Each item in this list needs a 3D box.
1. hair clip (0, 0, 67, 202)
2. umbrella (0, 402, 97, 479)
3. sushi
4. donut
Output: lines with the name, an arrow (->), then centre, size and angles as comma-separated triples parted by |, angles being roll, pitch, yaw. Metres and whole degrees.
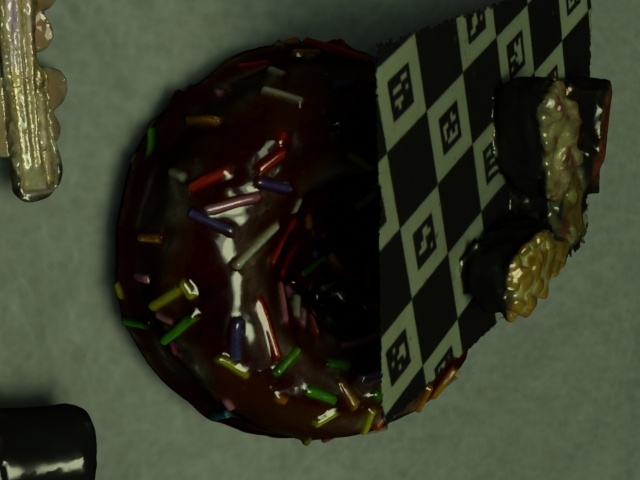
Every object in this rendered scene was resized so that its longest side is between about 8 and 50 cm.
hair clip -> -0.157, -0.127, 0.671 | 0.062, 0.056, 0.214 | -14, 115, -41
umbrella -> -0.261, 0.123, 0.639 | 0.326, 0.090, 0.094 | -2, 78, -27
sushi -> 0.117, -0.035, 0.745 | 0.279, 0.043, 0.193 | -29, 122, -54
donut -> -0.001, 0.001, 0.746 | 0.216, 0.096, 0.230 | 23, 89, -29
